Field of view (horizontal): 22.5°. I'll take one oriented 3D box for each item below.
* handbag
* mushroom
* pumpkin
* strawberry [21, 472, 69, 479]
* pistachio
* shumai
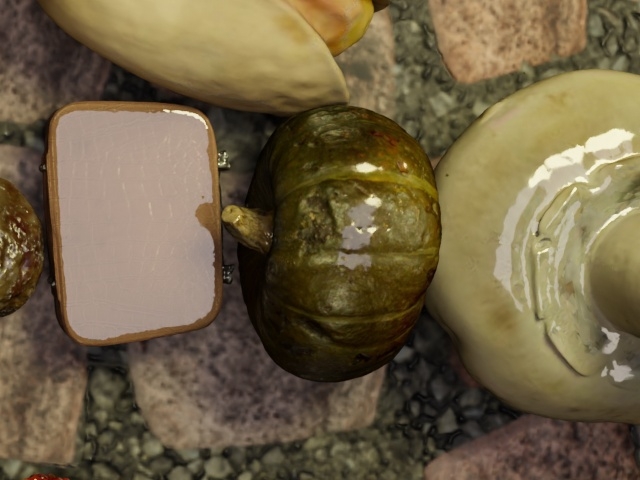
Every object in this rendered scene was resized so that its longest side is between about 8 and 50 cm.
[{"bbox_3d":[-0.145,-0.017,1.284,0.151,0.072,0.193,-6,92,-13],"label":"handbag"},{"bbox_3d":[0.248,0.013,1.245,0.314,0.336,0.315,-2,95,-22],"label":"mushroom"},{"bbox_3d":[0.000,0.000,1.236,0.162,0.219,0.219,6,91,-18],"label":"pumpkin"},{"bbox_3d":[-0.211,0.268,1.276,0.140,0.085,0.192,-28,100,-13],"label":"strawberry"},{"bbox_3d":[-0.088,-0.207,1.229,0.299,0.187,0.188,23,87,-18],"label":"pistachio"},{"bbox_3d":[-0.282,0.004,1.239,0.139,0.105,0.123,22,90,-21],"label":"shumai"}]
